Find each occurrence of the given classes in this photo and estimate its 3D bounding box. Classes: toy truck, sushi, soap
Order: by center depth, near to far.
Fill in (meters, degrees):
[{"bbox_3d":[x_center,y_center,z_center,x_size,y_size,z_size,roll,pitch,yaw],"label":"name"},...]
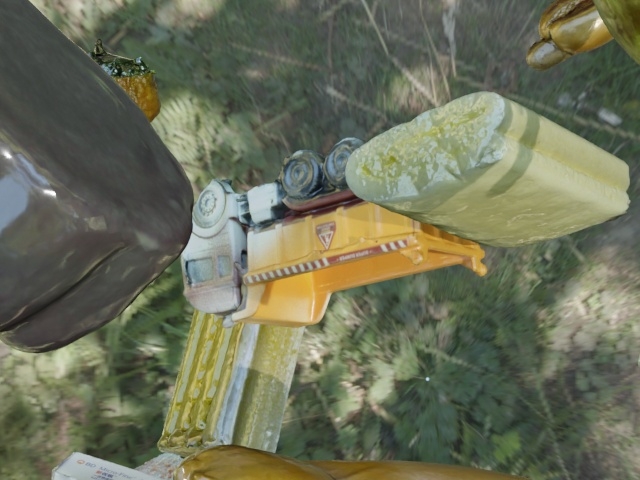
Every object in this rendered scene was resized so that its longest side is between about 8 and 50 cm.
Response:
[{"bbox_3d":[0.000,0.000,1.064,0.270,0.114,0.135,-14,74,38],"label":"toy truck"},{"bbox_3d":[-0.103,0.149,1.615,0.143,0.259,0.281,21,74,-16],"label":"soap"},{"bbox_3d":[-0.316,-0.227,1.884,0.149,0.287,0.140,-39,107,14],"label":"sushi"}]

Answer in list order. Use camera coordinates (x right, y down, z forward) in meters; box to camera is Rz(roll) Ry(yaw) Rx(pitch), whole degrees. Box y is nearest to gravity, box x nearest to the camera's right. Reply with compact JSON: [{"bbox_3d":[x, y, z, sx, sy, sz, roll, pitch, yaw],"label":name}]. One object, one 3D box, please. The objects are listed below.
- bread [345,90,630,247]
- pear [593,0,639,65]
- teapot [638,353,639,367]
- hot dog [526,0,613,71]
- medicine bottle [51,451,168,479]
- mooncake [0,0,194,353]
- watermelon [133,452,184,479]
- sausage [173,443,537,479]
[{"bbox_3d":[0.124,-0.042,0.885,0.139,0.178,0.060,-22,64,38],"label":"bread"},{"bbox_3d":[0.322,-0.232,0.866,0.283,0.283,0.284,-1,84,5],"label":"pear"},{"bbox_3d":[0.204,-0.029,0.486,0.107,0.077,0.200,19,79,-6],"label":"teapot"},{"bbox_3d":[0.285,-0.233,1.342,0.140,0.090,0.060,-31,117,-21],"label":"hot dog"},{"bbox_3d":[-0.183,0.320,1.186,0.171,0.052,0.201,13,108,13],"label":"medicine bottle"},{"bbox_3d":[-0.235,-0.065,0.867,0.154,0.306,0.306,-41,82,16],"label":"mooncake"},{"bbox_3d":[-0.209,0.336,1.470,0.081,0.094,0.180,29,79,-28],"label":"watermelon"},{"bbox_3d":[0.051,0.198,0.823,0.354,0.134,0.116,16,98,-31],"label":"sausage"}]
